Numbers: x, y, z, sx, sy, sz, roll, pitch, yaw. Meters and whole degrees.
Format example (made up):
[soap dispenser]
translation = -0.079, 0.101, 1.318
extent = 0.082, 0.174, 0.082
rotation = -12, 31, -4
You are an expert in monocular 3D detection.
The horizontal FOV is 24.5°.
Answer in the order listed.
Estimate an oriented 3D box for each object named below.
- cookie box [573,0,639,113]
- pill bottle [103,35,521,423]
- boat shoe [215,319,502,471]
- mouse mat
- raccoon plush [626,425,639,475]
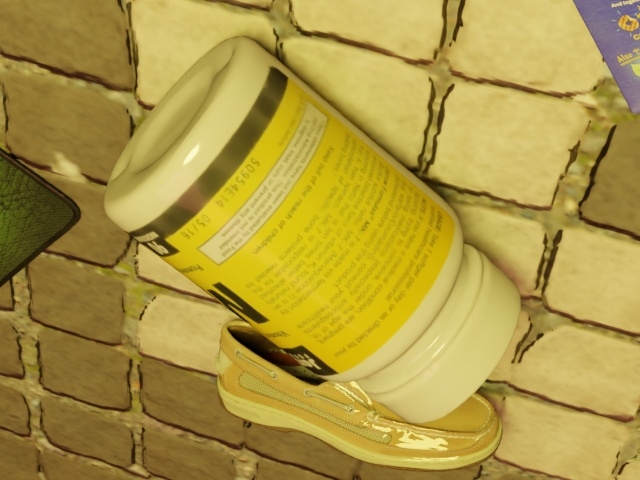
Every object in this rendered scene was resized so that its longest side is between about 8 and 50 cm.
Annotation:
[cookie box]
translation = 0.160, -0.114, 0.638
extent = 0.092, 0.040, 0.107
rotation = -10, 132, 33
[pill bottle]
translation = 0.000, 0.000, 0.779
extent = 0.208, 0.119, 0.119
rotation = 39, 138, -19
[boat shoe]
translation = 0.021, 0.091, 0.921
extent = 0.190, 0.068, 0.072
rotation = 9, 128, 15
[mouse mat]
translation = -0.257, -0.023, 0.957
extent = 0.152, 0.007, 0.190
rotation = 37, 139, -18
[raccoon plush]
translation = 0.263, -0.059, 0.500
extent = 0.299, 0.216, 0.446
rotation = 12, 113, 38
